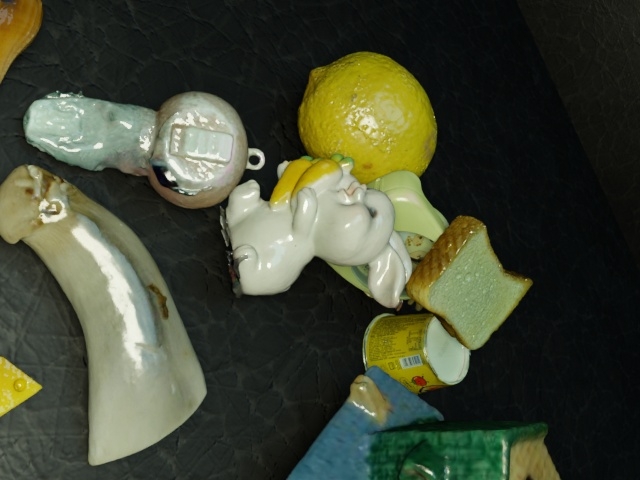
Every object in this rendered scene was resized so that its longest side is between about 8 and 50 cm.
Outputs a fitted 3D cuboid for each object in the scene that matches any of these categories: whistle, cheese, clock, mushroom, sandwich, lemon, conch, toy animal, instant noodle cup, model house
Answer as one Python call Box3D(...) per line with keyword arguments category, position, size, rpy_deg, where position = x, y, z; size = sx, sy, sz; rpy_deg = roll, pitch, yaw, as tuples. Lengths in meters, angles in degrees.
Box3D(category="whistle", position=(-0.257, -0.147, 0.928), size=(0.348, 0.189, 0.189), rpy_deg=(8, 68, -19))
Box3D(category="cheese", position=(-0.419, 0.196, 0.662), size=(0.126, 0.093, 0.171), rpy_deg=(48, 49, -21))
Box3D(category="clock", position=(0.156, 0.022, 1.187), size=(0.308, 0.235, 0.096), rpy_deg=(44, 34, -29))
Box3D(category="mushroom", position=(-0.287, 0.080, 0.813), size=(0.177, 0.126, 0.396), rpy_deg=(-24, 95, -37))
Box3D(category="sandwich", position=(0.269, 0.080, 1.108), size=(0.186, 0.065, 0.214), rpy_deg=(-49, 124, -7))
Box3D(category="lemon", position=(0.095, -0.219, 1.196), size=(0.310, 0.258, 0.258), rpy_deg=(55, 46, -13))
Box3D(category="conch", position=(-0.439, -0.269, 0.814), size=(0.109, 0.093, 0.330), rpy_deg=(20, 62, -38))
Box3D(category="toy animal", position=(0.000, -0.005, 0.998), size=(0.310, 0.183, 0.247), rpy_deg=(-11, 111, -7))
Box3D(category="instant noodle cup", position=(0.196, 0.221, 1.204), size=(0.182, 0.144, 0.182), rpy_deg=(17, 64, -39))
Box3D(category="model house", position=(0.144, 0.397, 0.917), size=(0.335, 0.382, 0.342), rpy_deg=(-41, 109, -46))
